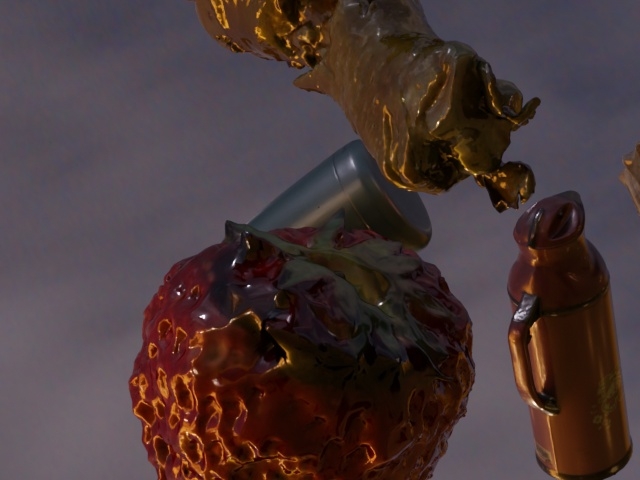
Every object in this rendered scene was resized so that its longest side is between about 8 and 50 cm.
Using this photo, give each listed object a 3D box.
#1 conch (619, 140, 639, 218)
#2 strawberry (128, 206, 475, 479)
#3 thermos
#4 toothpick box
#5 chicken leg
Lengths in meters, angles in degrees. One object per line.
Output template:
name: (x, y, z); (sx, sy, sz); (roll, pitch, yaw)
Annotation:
conch: (0.392, -0.032, 1.357); (0.210, 0.352, 0.297); (-55, -20, 9)
strawberry: (-0.031, 0.130, 1.447); (0.292, 0.291, 0.310); (16, -50, -35)
thermos: (0.251, 0.105, 1.855); (0.136, 0.109, 0.330); (-21, -58, -12)
toothpick box: (0.000, 0.000, 1.610); (0.184, 0.120, 0.120); (-34, -48, 16)
chicken leg: (0.007, -0.170, 1.129); (0.153, 0.429, 0.201); (-1, -51, -34)
